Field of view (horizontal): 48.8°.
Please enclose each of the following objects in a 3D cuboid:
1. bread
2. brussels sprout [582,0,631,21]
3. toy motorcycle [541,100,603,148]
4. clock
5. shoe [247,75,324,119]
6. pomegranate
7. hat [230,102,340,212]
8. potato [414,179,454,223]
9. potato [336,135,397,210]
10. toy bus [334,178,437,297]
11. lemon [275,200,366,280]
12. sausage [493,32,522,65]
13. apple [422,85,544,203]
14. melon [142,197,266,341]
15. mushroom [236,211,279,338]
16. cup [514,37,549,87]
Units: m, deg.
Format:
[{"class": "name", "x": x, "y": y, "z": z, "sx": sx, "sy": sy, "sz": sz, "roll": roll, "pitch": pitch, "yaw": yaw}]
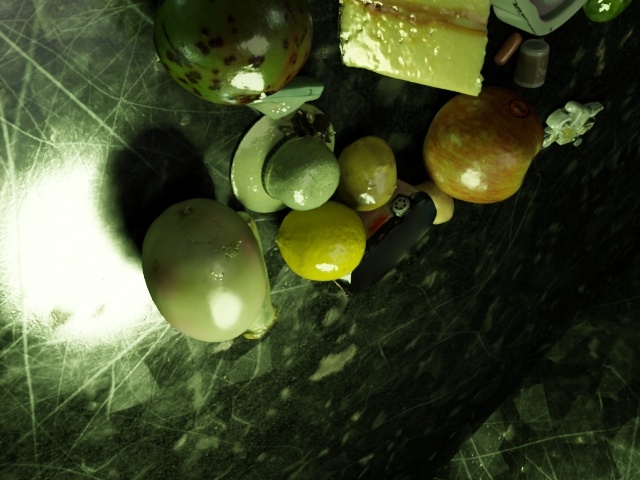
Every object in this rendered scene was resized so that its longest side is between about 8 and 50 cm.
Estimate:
[{"class": "bread", "x": 0.178, "y": -0.482, "z": 1.395, "sx": 0.405, "sy": 0.242, "sz": 0.345, "roll": 5, "pitch": 129, "yaw": -9}, {"class": "brussels sprout", "x": 0.714, "y": -0.623, "z": 1.720, "sx": 0.145, "sy": 0.131, "sz": 0.183, "roll": 3, "pitch": 125, "yaw": -53}, {"class": "toy motorcycle", "x": 0.719, "y": -0.344, "z": 2.034, "sx": 0.229, "sy": 0.074, "sz": 0.151, "roll": -21, "pitch": 142, "yaw": -19}, {"class": "clock", "x": 0.504, "y": -0.623, "z": 1.532, "sx": 0.339, "sy": 0.102, "sz": 0.338, "roll": -27, "pitch": 139, "yaw": -27}, {"class": "shoe", "x": -0.077, "y": -0.256, "z": 1.294, "sx": 0.195, "sy": 0.079, "sz": 0.078, "roll": -20, "pitch": 128, "yaw": -39}, {"class": "pomegranate", "x": -0.142, "y": -0.351, "z": 1.039, "sx": 0.242, "sy": 0.242, "sz": 0.305, "roll": -31, "pitch": 120, "yaw": -23}, {"class": "hat", "x": -0.037, "y": -0.134, "z": 1.405, "sx": 0.257, "sy": 0.130, "sz": 0.257, "roll": -28, "pitch": 139, "yaw": -27}, {"class": "potato", "x": 0.277, "y": -0.097, "z": 1.787, "sx": 0.147, "sy": 0.112, "sz": 0.112, "roll": 12, "pitch": 114, "yaw": -43}, {"class": "potato", "x": 0.099, "y": -0.140, "z": 1.545, "sx": 0.137, "sy": 0.137, "sz": 0.175, "roll": -31, "pitch": 139, "yaw": -22}, {"class": "toy bus", "x": 0.125, "y": -0.014, "z": 1.666, "sx": 0.302, "sy": 0.147, "sz": 0.127, "roll": -47, "pitch": 143, "yaw": -3}, {"class": "lemon", "x": 0.000, "y": 0.000, "z": 1.523, "sx": 0.203, "sy": 0.178, "sz": 0.178, "roll": 0, "pitch": 125, "yaw": -22}, {"class": "sausage", "x": 0.446, "y": -0.456, "z": 1.683, "sx": 0.083, "sy": 0.034, "sz": 0.034, "roll": -52, "pitch": 144, "yaw": 8}, {"class": "apple", "x": 0.397, "y": -0.216, "z": 1.673, "sx": 0.309, "sy": 0.250, "sz": 0.277, "roll": -33, "pitch": 141, "yaw": -24}, {"class": "melon", "x": -0.214, "y": 0.060, "z": 1.324, "sx": 0.223, "sy": 0.223, "sz": 0.316, "roll": -31, "pitch": 142, "yaw": -22}, {"class": "mushroom", "x": -0.159, "y": 0.085, "z": 1.518, "sx": 0.107, "sy": 0.087, "sz": 0.333, "roll": -49, "pitch": 147, "yaw": -33}, {"class": "cup", "x": 0.534, "y": -0.445, "z": 1.748, "sx": 0.102, "sy": 0.074, "sz": 0.099, "roll": -29, "pitch": 140, "yaw": -24}]
